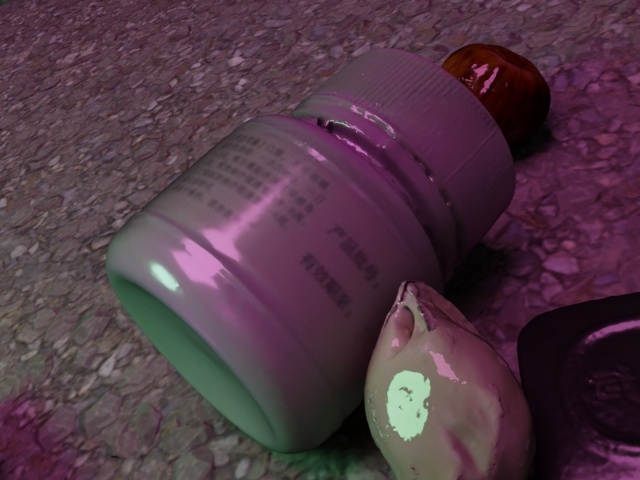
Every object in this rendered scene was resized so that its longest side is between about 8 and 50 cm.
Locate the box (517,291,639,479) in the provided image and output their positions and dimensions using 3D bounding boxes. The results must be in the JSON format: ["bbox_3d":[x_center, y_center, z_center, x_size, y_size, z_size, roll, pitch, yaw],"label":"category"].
[{"bbox_3d":[0.245,0.109,0.603,0.201,0.042,0.212,-16,37,18],"label":"box"}]

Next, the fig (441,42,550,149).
[{"bbox_3d":[0.177,-0.139,0.899,0.128,0.128,0.150,10,78,40],"label":"fig"}]

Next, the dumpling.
[{"bbox_3d":[0.096,0.126,0.599,0.118,0.136,0.199,-16,59,32],"label":"dumpling"}]

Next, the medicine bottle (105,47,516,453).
[{"bbox_3d":[0.000,0.000,0.724,0.302,0.241,0.241,-44,39,-21],"label":"medicine bottle"}]
